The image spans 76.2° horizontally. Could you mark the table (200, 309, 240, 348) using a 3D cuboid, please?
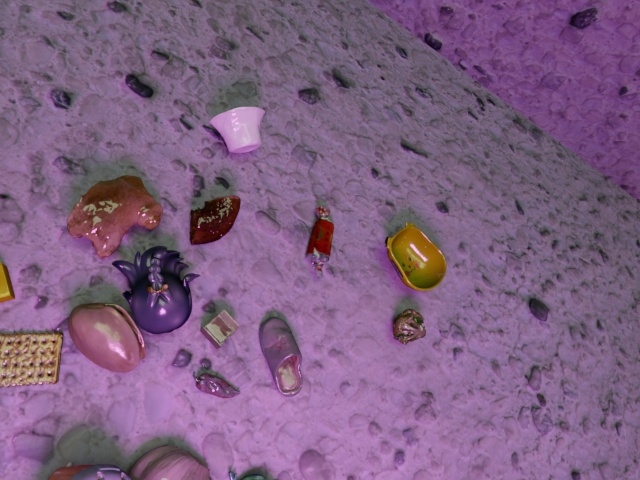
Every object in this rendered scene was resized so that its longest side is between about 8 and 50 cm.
[{"bbox_3d":[-0.301,0.267,1.229,0.079,0.062,0.083,47,58,0],"label":"table"}]

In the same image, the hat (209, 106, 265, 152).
[{"bbox_3d":[-0.282,-0.389,1.471,0.203,0.203,0.126,-18,92,-29],"label":"hat"}]

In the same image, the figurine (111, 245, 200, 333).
[{"bbox_3d":[-0.462,0.131,1.162,0.175,0.197,0.264,-28,83,5],"label":"figurine"}]

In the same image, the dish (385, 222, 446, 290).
[{"bbox_3d":[0.348,0.077,1.579,0.221,0.108,0.262,-36,88,-32],"label":"dish"}]

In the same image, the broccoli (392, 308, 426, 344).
[{"bbox_3d":[0.318,0.310,1.460,0.131,0.120,0.130,37,75,-44],"label":"broccoli"}]

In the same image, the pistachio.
[{"bbox_3d":[-0.563,0.251,1.086,0.223,0.126,0.152,42,92,-8],"label":"pistachio"}]

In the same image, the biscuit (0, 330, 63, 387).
[{"bbox_3d":[-0.784,0.298,1.024,0.232,0.016,0.138,3,68,-24],"label":"biscuit"}]

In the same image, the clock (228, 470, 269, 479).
[{"bbox_3d":[-0.181,0.715,1.090,0.211,0.066,0.159,35,58,-6],"label":"clock"}]

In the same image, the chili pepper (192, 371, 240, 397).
[{"bbox_3d":[-0.304,0.419,1.176,0.153,0.041,0.050,32,78,-27],"label":"chili pepper"}]

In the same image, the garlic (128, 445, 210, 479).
[{"bbox_3d":[-0.368,0.615,1.007,0.229,0.142,0.178,39,59,6],"label":"garlic"}]

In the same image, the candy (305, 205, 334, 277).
[{"bbox_3d":[0.000,0.001,1.483,0.086,0.059,0.292,19,62,-20],"label":"candy"}]

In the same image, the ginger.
[{"bbox_3d":[-0.594,-0.077,1.209,0.221,0.130,0.275,24,66,-23],"label":"ginger"}]

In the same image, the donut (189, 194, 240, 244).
[{"bbox_3d":[-0.334,-0.073,1.331,0.187,0.126,0.144,-9,80,-27],"label":"donut"}]

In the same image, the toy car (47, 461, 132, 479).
[{"bbox_3d":[-0.544,0.628,0.886,0.180,0.213,0.270,45,50,-50],"label":"toy car"}]

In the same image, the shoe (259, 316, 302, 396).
[{"bbox_3d":[-0.112,0.354,1.257,0.103,0.100,0.250,-13,77,-28],"label":"shoe"}]

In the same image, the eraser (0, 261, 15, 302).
[{"bbox_3d":[-0.869,0.122,1.045,0.122,0.045,0.097,-19,77,-28],"label":"eraser"}]
